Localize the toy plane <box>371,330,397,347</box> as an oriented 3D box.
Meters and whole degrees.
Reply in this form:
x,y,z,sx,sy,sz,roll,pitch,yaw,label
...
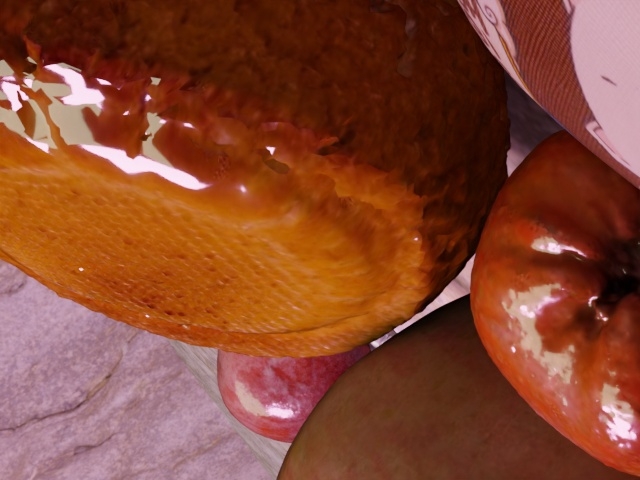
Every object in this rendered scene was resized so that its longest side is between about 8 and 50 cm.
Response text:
x,y,z,sx,sy,sz,roll,pitch,yaw,label
-0.004,0.002,1.044,0.251,0.101,0.255,60,171,14,toy plane

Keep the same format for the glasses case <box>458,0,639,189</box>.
x,y,z,sx,sy,sz,roll,pitch,yaw,label
0.145,-0.037,0.415,0.321,0.082,0.122,40,167,40,glasses case

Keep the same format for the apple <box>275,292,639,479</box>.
x,y,z,sx,sy,sz,roll,pitch,yaw,label
0.112,0.155,0.706,0.234,0.257,0.257,53,172,36,apple

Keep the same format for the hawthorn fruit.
x,y,z,sx,sy,sz,roll,pitch,yaw,label
0.126,0.018,0.557,0.133,0.133,0.138,45,-176,23,hawthorn fruit

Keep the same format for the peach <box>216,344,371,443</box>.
x,y,z,sx,sy,sz,roll,pitch,yaw,label
-0.012,0.108,1.365,0.152,0.152,0.152,47,168,13,peach

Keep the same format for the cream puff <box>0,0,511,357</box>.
x,y,z,sx,sy,sz,roll,pitch,yaw,label
-0.051,-0.074,0.699,0.303,0.212,0.303,11,157,5,cream puff
